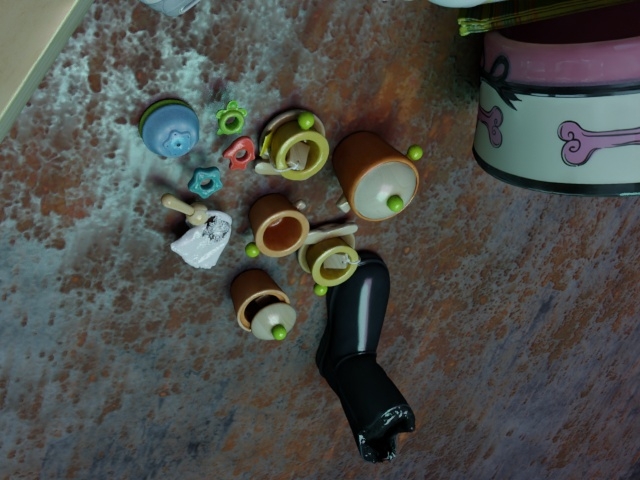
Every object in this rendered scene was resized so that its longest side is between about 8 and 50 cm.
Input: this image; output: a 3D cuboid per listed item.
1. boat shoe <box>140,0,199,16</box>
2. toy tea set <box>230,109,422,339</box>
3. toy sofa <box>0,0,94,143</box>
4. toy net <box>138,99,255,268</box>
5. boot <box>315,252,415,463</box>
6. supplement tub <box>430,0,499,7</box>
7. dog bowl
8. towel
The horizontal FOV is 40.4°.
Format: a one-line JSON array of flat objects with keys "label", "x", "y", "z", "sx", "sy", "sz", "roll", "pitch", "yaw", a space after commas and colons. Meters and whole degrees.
[{"label": "boat shoe", "x": -0.094, "y": -0.313, "z": 0.850, "sx": 0.227, "sy": 0.079, "sz": 0.081, "roll": -44, "pitch": 157, "yaw": 8}, {"label": "toy tea set", "x": 0.000, "y": 0.000, "z": 1.113, "sx": 0.200, "sy": 0.124, "sz": 0.336, "roll": -1, "pitch": 126, "yaw": -28}, {"label": "toy sofa", "x": -0.315, "y": -0.202, "z": 0.786, "sx": 0.150, "sy": 0.177, "sz": 0.362, "roll": 35, "pitch": 107, "yaw": -17}, {"label": "toy net", "x": -0.139, "y": -0.067, "z": 1.044, "sx": 0.122, "sy": 0.045, "sz": 0.232, "roll": -18, "pitch": 134, "yaw": -16}, {"label": "boot", "x": 0.078, "y": 0.171, "z": 1.239, "sx": 0.094, "sy": 0.207, "sz": 0.246, "roll": -3, "pitch": 127, "yaw": -26}, {"label": "supplement tub", "x": 0.198, "y": -0.358, "z": 0.841, "sx": 0.331, "sy": 0.241, "sz": 0.241, "roll": -14, "pitch": 132, "yaw": -18}, {"label": "dog bowl", "x": 0.364, "y": -0.200, "z": 0.976, "sx": 0.408, "sy": 0.408, "sz": 0.150, "roll": -20, "pitch": 115, "yaw": -12}, {"label": "towel", "x": 0.273, "y": -0.277, "z": 0.982, "sx": 0.237, "sy": 0.102, "sz": 0.021, "roll": -8, "pitch": 118, "yaw": 15}]
